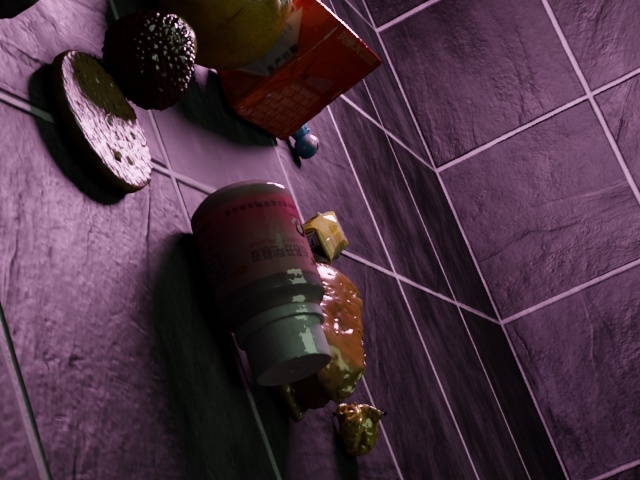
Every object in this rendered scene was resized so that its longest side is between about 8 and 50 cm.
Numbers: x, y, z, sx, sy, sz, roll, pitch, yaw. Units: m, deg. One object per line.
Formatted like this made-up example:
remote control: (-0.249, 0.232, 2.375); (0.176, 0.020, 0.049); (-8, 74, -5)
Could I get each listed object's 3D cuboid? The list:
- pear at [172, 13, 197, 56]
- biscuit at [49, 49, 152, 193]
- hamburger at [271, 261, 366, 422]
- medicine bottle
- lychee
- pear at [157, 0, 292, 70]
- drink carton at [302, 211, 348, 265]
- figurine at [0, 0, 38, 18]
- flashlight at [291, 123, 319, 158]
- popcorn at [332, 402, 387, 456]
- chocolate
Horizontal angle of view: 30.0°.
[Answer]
pear: (-0.216, -0.275, 1.677); (0.092, 0.092, 0.097); (52, 19, -37)
biscuit: (-0.261, -0.139, 1.418); (0.188, 0.027, 0.188); (58, 15, -26)
hamburger: (-0.011, 0.117, 1.650); (0.131, 0.124, 0.262); (56, 16, -25)
medicine bottle: (-0.070, 0.054, 1.520); (0.147, 0.147, 0.247); (32, 34, -63)
lychee: (-0.217, -0.232, 1.536); (0.129, 0.123, 0.123); (62, 15, -4)
pear: (-0.145, -0.372, 1.853); (0.209, 0.208, 0.209); (56, 17, -27)
drink carton: (0.000, 0.000, 1.971); (0.084, 0.074, 0.200); (63, 17, -5)
figurine: (-0.399, -0.399, 1.173); (0.387, 0.166, 0.207); (54, -16, -24)
flashlight: (-0.048, -0.211, 2.211); (0.129, 0.051, 0.051); (58, 16, -2)
popcorn: (0.066, 0.270, 1.743); (0.084, 0.084, 0.084); (56, 17, -27)
chocolate: (-0.040, -0.296, 2.028); (0.108, 0.234, 0.237); (58, 13, 19)
